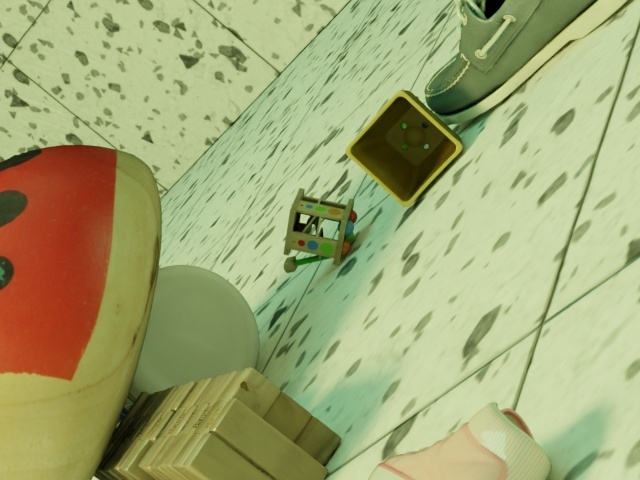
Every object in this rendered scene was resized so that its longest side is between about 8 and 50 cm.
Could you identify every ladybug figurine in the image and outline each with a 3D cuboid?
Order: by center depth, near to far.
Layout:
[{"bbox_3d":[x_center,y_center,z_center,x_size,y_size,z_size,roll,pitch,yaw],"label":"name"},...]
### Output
[{"bbox_3d":[-0.276,0.075,1.387,0.305,0.162,0.449,-42,30,37],"label":"ladybug figurine"}]

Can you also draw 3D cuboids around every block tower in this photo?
[{"bbox_3d":[-0.092,0.173,1.206,0.091,0.097,0.335,-54,13,-19],"label":"block tower"}]

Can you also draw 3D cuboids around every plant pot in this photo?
[{"bbox_3d":[0.085,-0.094,1.437,0.081,0.081,0.083,-47,1,18],"label":"plant pot"}]

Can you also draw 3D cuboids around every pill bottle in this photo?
[{"bbox_3d":[-0.177,0.124,1.565,0.153,0.153,0.265,-55,12,-25],"label":"pill bottle"}]

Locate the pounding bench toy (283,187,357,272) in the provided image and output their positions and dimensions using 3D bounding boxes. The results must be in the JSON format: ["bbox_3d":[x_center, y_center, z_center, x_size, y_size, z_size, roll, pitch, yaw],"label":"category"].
[{"bbox_3d":[0.000,0.000,1.523,0.052,0.065,0.083,-69,-10,-60],"label":"pounding bench toy"}]

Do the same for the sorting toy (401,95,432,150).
[{"bbox_3d":[0.100,-0.111,1.555,0.102,0.042,0.061,-80,13,-46],"label":"sorting toy"}]

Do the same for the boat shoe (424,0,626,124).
[{"bbox_3d":[0.179,-0.212,1.379,0.319,0.099,0.116,-36,18,54],"label":"boat shoe"}]

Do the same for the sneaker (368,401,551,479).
[{"bbox_3d":[0.077,0.120,0.788,0.070,0.051,0.134,-51,13,-14],"label":"sneaker"}]
